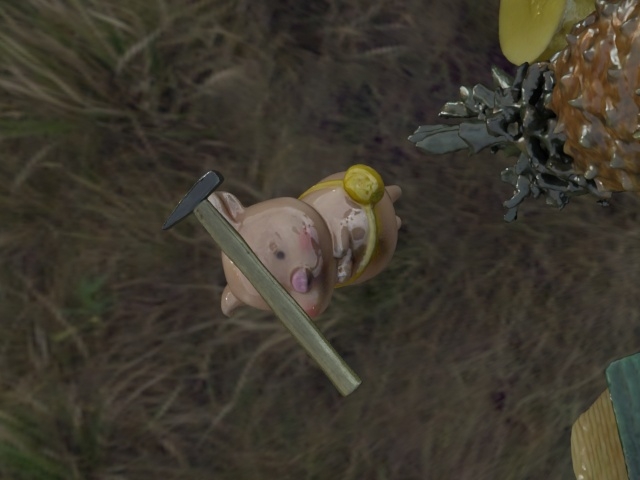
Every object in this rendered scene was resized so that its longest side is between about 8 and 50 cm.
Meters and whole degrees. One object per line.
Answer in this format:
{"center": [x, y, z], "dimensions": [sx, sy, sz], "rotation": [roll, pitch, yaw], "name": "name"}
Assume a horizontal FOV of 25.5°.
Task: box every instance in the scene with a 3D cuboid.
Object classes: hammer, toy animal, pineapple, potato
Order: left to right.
{"center": [-0.041, 0.040, 1.063], "dimensions": [0.062, 0.013, 0.199], "rotation": [-43, 80, 15], "name": "hammer"}
{"center": [-0.001, -0.003, 1.645], "dimensions": [0.149, 0.248, 0.165], "rotation": [20, 122, 56], "name": "toy animal"}
{"center": [0.342, -0.311, 1.886], "dimensions": [0.178, 0.158, 0.204], "rotation": [-55, 34, 41], "name": "potato"}
{"center": [0.188, -0.084, 0.964], "dimensions": [0.340, 0.169, 0.169], "rotation": [-17, 83, 57], "name": "pineapple"}

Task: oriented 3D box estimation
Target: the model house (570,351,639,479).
{"center": [0.478, 0.320, 1.614], "dimensions": [0.334, 0.343, 0.382], "rotation": [-6, 63, -11], "name": "model house"}
